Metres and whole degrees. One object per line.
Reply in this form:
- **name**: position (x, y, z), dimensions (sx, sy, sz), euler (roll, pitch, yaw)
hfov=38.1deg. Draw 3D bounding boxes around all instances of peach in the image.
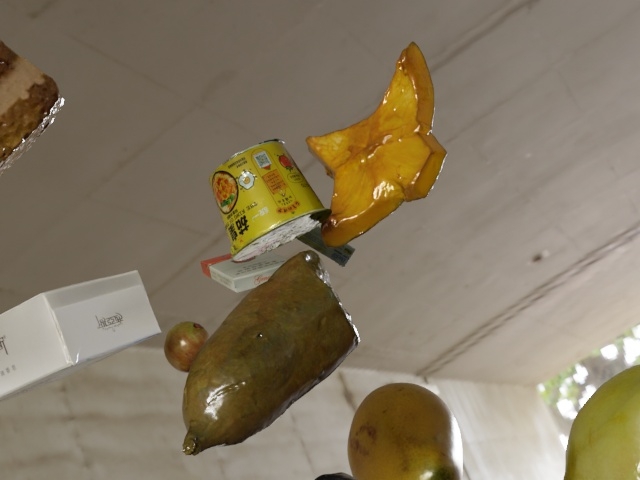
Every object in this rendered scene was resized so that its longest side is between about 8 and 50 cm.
- **peach**: position (0.538, 0.352, 1.450), dimensions (0.315, 0.314, 0.281), euler (-28, 25, -26)

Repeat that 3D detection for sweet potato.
- **sweet potato**: position (-0.075, 0.152, 1.218), dimensions (0.369, 0.158, 0.158), euler (-40, -6, -36)

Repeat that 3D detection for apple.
- **apple**: position (-0.217, 0.174, 1.521), dimensions (0.084, 0.071, 0.084), euler (-43, -24, -24)

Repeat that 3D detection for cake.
- **cake**: position (-0.579, -0.230, 1.450), dimensions (0.199, 0.293, 0.196), euler (-56, 15, -23)

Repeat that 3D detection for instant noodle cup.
- **instant noodle cup**: position (-0.093, -0.069, 1.512), dimensions (0.182, 0.144, 0.182), euler (-27, -8, -4)

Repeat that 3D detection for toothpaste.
- **toothpaste**: position (0.000, 0.000, 1.792), dimensions (0.164, 0.034, 0.046), euler (31, -86, -43)

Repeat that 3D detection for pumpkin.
- **pumpkin**: position (0.101, -0.155, 1.595), dimensions (0.290, 0.258, 0.095), euler (-37, -42, 27)

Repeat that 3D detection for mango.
- **mango**: position (0.177, 0.437, 1.865), dimensions (0.221, 0.264, 0.378), euler (16, 8, -11)

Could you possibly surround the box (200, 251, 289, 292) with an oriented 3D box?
- **box**: position (-0.152, 0.057, 1.921), dimensions (0.138, 0.035, 0.245), euler (-16, 14, -19)

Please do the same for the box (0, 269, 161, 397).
- **box**: position (-0.413, 0.154, 1.398), dimensions (0.274, 0.116, 0.203), euler (-25, -5, 28)

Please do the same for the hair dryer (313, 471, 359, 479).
- **hair dryer**: position (-0.011, 0.347, 0.757), dimensions (0.091, 0.235, 0.272), euler (22, -74, -17)
